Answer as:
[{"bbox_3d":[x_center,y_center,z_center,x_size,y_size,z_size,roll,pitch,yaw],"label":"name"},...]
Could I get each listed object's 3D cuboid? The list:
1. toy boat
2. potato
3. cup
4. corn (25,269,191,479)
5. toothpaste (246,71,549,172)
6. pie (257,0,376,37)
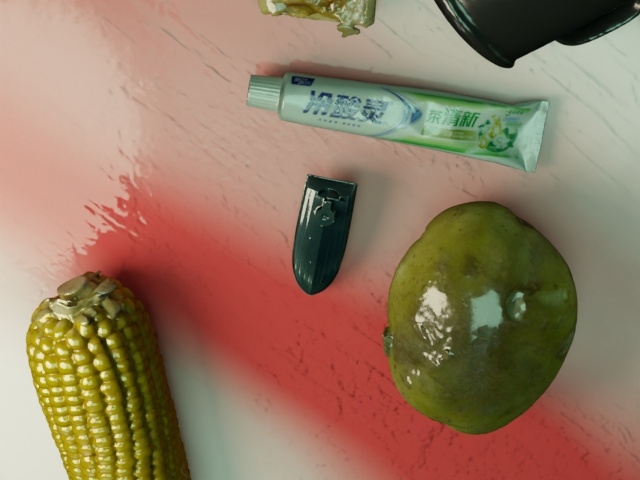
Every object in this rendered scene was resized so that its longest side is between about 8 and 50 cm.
[{"bbox_3d":[0.000,0.000,1.129,0.055,0.060,0.141,11,120,0],"label":"toy boat"},{"bbox_3d":[0.157,0.082,1.100,0.197,0.148,0.228,37,114,6],"label":"potato"},{"bbox_3d":[0.199,-0.241,0.967,0.176,0.169,0.223,-36,135,22],"label":"cup"},{"bbox_3d":[-0.223,0.217,1.198,0.143,0.144,0.387,-5,114,8],"label":"corn"},{"bbox_3d":[0.075,-0.125,1.079,0.296,0.048,0.075,9,110,-2],"label":"toothpaste"},{"bbox_3d":[0.002,-0.327,0.989,0.128,0.068,0.283,5,113,5],"label":"pie"}]
